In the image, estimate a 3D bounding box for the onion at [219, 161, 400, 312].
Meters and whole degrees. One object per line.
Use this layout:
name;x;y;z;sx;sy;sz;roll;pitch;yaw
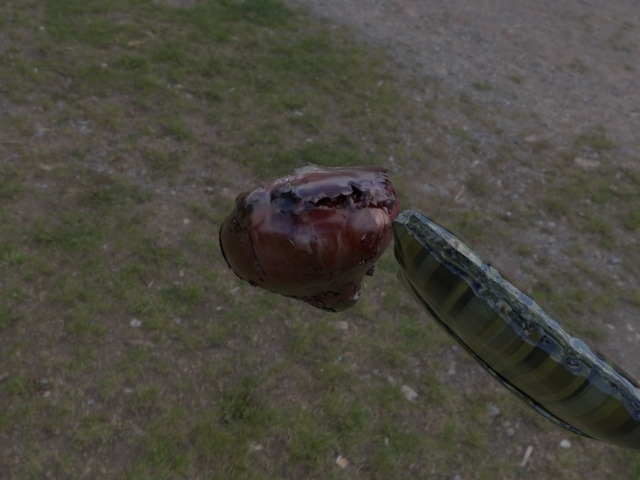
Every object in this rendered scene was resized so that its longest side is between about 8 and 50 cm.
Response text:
onion;0.000;0.000;0.570;0.184;0.184;0.147;-30;98;-42

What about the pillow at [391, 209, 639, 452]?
pillow;0.136;0.074;0.436;0.212;0.208;0.052;39;83;15
